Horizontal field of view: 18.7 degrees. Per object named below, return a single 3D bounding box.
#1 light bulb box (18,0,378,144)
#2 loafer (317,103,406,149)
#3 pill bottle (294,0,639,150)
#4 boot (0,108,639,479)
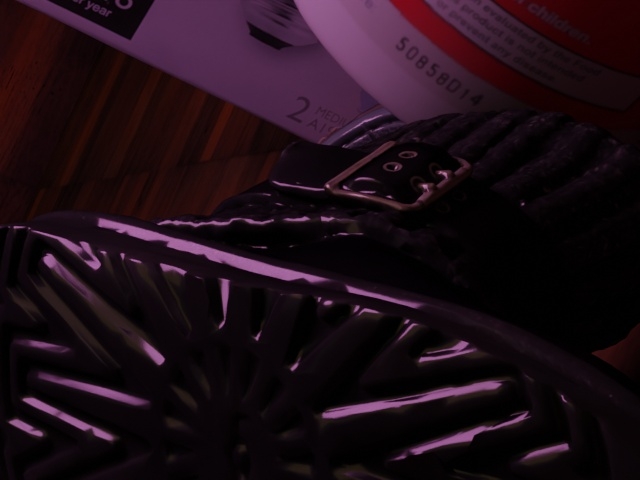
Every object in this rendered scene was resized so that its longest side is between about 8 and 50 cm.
[{"bbox_3d":[-0.021,-0.298,1.232,0.361,0.358,0.225,-56,21,27],"label":"light bulb box"},{"bbox_3d":[0.000,0.000,1.202,0.267,0.096,0.084,-55,13,33],"label":"loafer"},{"bbox_3d":[0.168,-0.225,0.796,0.408,0.229,0.229,-48,23,42],"label":"pill bottle"},{"bbox_3d":[0.062,0.045,0.682,0.348,0.260,0.131,25,115,39],"label":"boot"}]
